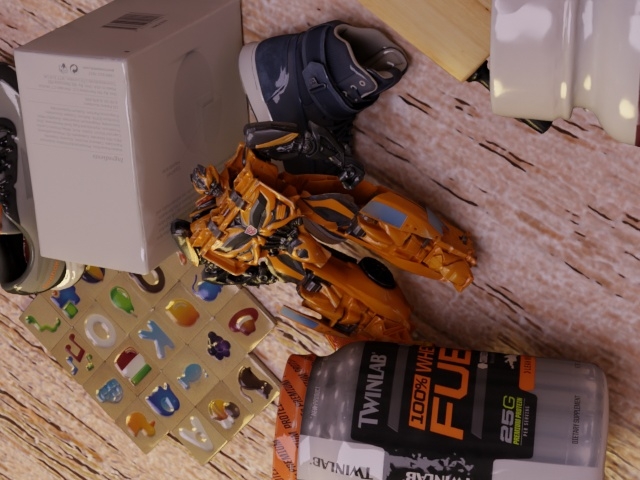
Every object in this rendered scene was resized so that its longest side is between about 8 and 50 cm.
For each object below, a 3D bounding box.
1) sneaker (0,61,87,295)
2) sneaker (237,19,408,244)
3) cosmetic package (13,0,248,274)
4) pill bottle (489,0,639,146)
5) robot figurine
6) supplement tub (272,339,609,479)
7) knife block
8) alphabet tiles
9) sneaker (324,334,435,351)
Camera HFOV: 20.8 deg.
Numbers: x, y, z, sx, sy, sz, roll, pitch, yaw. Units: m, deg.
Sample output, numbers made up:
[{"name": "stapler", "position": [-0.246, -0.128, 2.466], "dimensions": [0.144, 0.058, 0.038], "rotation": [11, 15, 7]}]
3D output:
[{"name": "sneaker", "position": [-0.339, -0.067, 1.957], "dimensions": [0.100, 0.108, 0.271], "rotation": [-6, 101, 37]}, {"name": "sneaker", "position": [0.025, -0.110, 1.748], "dimensions": [0.163, 0.086, 0.226], "rotation": [-14, 105, 35]}, {"name": "cosmetic package", "position": [-0.183, -0.116, 1.778], "dimensions": [0.138, 0.224, 0.224], "rotation": [7, 115, 26]}, {"name": "pill bottle", "position": [0.337, -0.180, 1.391], "dimensions": [0.392, 0.224, 0.224], "rotation": [4, 115, 10]}, {"name": "robot figurine", "position": [0.000, 0.000, 1.728], "dimensions": [0.291, 0.085, 0.211], "rotation": [25, 120, -24]}, {"name": "supplement tub", "position": [0.118, 0.201, 1.722], "dimensions": [0.316, 0.193, 0.193], "rotation": [5, 116, 5]}, {"name": "knife block", "position": [0.126, -0.206, 1.558], "dimensions": [0.088, 0.276, 0.242], "rotation": [-46, 56, 36]}, {"name": "alphabet tiles", "position": [-0.205, 0.093, 2.022], "dimensions": [0.342, 0.011, 0.285], "rotation": [46, 126, 4]}, {"name": "sneaker", "position": [0.086, 0.124, 1.848], "dimensions": [0.175, 0.064, 0.067], "rotation": [27, 108, 8]}]
